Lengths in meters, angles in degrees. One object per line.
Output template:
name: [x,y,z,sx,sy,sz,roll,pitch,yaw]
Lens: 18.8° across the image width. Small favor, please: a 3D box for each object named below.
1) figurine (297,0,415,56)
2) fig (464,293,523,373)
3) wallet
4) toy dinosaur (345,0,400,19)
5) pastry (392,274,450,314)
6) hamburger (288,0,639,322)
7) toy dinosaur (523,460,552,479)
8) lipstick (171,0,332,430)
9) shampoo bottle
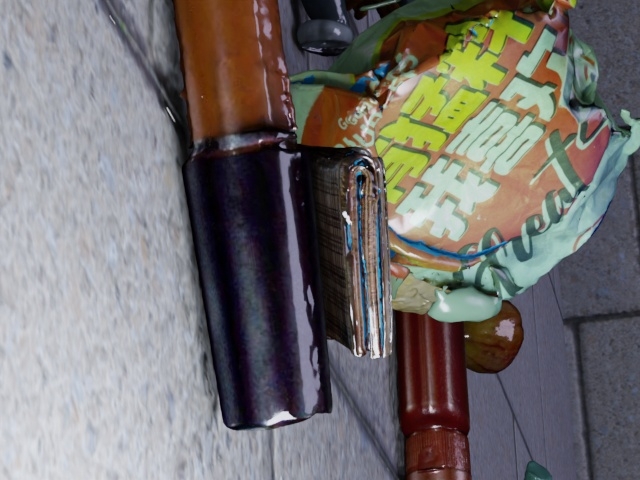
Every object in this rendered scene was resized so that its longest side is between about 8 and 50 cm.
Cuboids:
figurine: [0.046,-0.271,1.549,0.140,0.193,0.265,16,-88,63]
fig: [0.161,0.099,2.070,0.125,0.089,0.089,4,78,-55]
wallet: [0.000,0.000,1.198,0.230,0.042,0.124,-165,-108,-74]
toy dinosaur: [0.115,-0.161,1.663,0.208,0.097,0.432,48,-24,26]
pastry: [0.063,-0.039,1.592,0.192,0.093,0.182,-72,146,-61]
hamburger: [0.095,-0.082,1.415,0.276,0.260,0.150,51,0,-41]
toy dinosaur: [0.141,0.380,1.788,0.383,0.129,0.331,-6,129,-54]
lipstick: [-0.050,-0.100,1.120,0.077,0.077,0.418,14,68,-78]
shampoo bottle: [0.102,0.106,1.768,0.102,0.064,0.260,64,22,-63]
